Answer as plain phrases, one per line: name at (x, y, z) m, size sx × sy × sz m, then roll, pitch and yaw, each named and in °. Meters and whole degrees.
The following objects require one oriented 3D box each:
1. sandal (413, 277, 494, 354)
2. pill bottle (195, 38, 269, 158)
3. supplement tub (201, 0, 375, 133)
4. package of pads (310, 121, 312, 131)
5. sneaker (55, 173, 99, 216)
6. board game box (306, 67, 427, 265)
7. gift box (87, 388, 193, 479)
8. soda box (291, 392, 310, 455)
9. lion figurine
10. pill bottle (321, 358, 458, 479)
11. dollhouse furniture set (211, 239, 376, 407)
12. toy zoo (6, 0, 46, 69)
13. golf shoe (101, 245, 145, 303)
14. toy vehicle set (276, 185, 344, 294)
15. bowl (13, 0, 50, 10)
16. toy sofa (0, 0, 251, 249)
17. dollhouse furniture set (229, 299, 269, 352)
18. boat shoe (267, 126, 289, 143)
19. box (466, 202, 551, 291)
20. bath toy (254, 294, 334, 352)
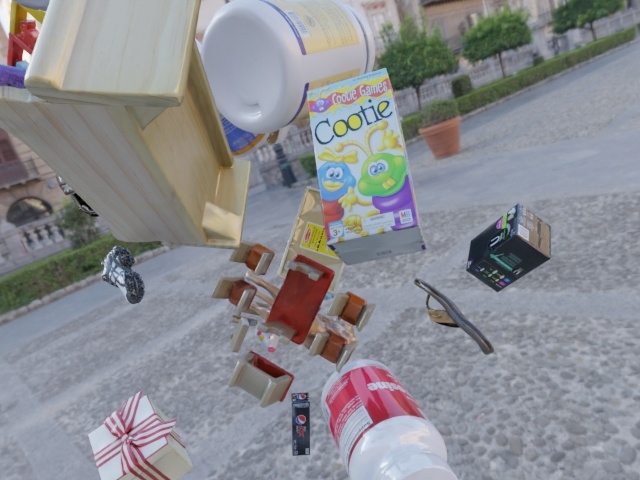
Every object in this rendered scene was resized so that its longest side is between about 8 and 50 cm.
sandal at (0.269, 0.163, 0.959) m, size 0.060 × 0.219 × 0.090 m, roll -45°, pitch -25°, yaw 8°
pill bottle at (-0.246, -0.330, 1.051) m, size 0.152 × 0.272 × 0.152 m, roll -19°, pitch 50°, yaw 25°
supplement tub at (-0.052, -0.376, 0.949) m, size 0.241 × 0.241 × 0.331 m, roll -7°, pitch 20°, yaw 40°
package of pads at (0.064, -0.292, 1.570) m, size 0.101 × 0.297 × 0.229 m, roll -11°, pitch 16°, yaw 16°
sneaker at (-0.407, -0.067, 0.821) m, size 0.066 × 0.071 × 0.188 m, roll -21°, pitch -28°, yaw 4°
board game box at (0.077, -0.117, 0.764) m, size 0.144 × 0.275 × 0.142 m, roll -13°, pitch -20°, yaw 14°
gift box at (-0.605, 0.697, 1.556) m, size 0.276 × 0.258 × 0.255 m, roll -38°, pitch 48°, yaw -20°
soda box at (-0.058, 0.534, 1.323) m, size 0.053 × 0.169 × 0.060 m, roll 0°, pitch 9°, yaw -6°
lion figurine at (-0.066, 0.219, 1.255) m, size 0.240 × 0.142 × 0.392 m, roll 28°, pitch 0°, yaw 39°
pill bottle at (0.155, 0.477, 1.090) m, size 0.229 × 0.229 × 0.407 m, roll -21°, pitch 18°, yaw -9°
dollhouse furniture set at (-0.061, 0.155, 0.829) m, size 0.262 × 0.259 × 0.135 m, roll 27°, pitch 4°, yaw 15°
toy zoo at (-0.564, -0.366, 0.947) m, size 0.293 × 0.192 × 0.030 m, roll -47°, pitch 4°, yaw 41°
golf shoe at (-0.577, 0.113, 1.316) m, size 0.094 × 0.198 × 0.077 m, roll -35°, pitch -30°, yaw 7°
toy vehicle set at (0.000, 0.000, 1.245) m, size 0.166 × 0.267 × 0.035 m, roll 19°, pitch -10°, yaw -1°
bowl at (-0.347, -0.421, 0.668) m, size 0.297 × 0.134 × 0.298 m, roll -18°, pitch 38°, yaw 15°
toy sofa at (-0.193, -0.119, 0.523) m, size 0.177 × 0.150 × 0.362 m, roll 3°, pitch -21°, yaw 1°
dollhouse furniture set at (-0.252, 0.315, 1.657) m, size 0.123 × 0.144 × 0.151 m, roll 17°, pitch 15°, yaw -24°
boat shoe at (-0.076, -0.386, 1.201) m, size 0.096 × 0.277 × 0.098 m, roll 5°, pitch 12°, yaw -40°
box at (0.224, 0.010, 0.544) m, size 0.083 × 0.052 × 0.062 m, roll -51°, pitch 7°, yaw 46°
bath toy at (-0.105, 0.267, 1.603) m, size 0.348 × 0.151 × 0.129 m, roll -43°, pitch 32°, yaw 17°
